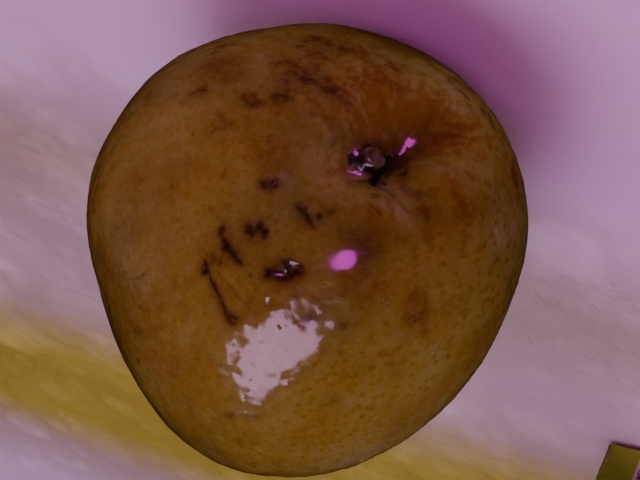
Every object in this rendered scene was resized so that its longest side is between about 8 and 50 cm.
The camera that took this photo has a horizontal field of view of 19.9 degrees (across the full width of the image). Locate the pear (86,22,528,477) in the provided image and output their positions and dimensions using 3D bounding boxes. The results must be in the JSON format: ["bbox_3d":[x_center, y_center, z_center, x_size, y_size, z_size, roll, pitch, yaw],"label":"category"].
[{"bbox_3d":[0.000,0.000,1.216,0.304,0.304,0.304,21,150,13],"label":"pear"}]

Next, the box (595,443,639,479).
[{"bbox_3d":[0.350,0.289,1.617,0.175,0.062,0.260,10,147,28],"label":"box"}]
